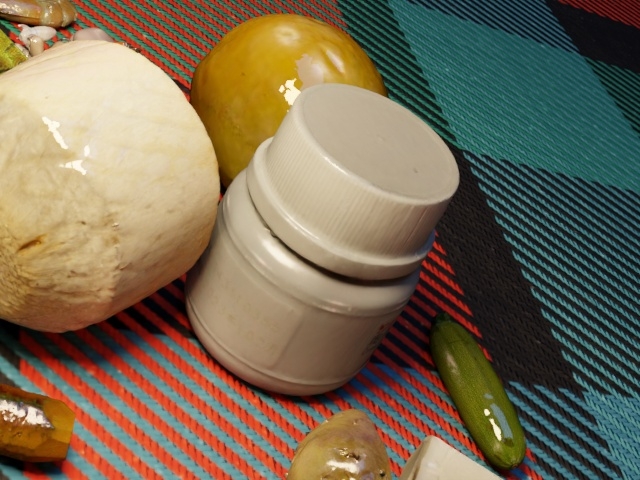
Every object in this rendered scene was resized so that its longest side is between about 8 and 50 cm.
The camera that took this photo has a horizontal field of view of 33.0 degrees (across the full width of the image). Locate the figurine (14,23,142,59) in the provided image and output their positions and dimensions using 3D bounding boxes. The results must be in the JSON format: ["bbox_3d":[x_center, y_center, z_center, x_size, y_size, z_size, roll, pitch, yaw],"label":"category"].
[{"bbox_3d":[-0.337,-0.233,1.457,0.229,0.137,0.112,-4,78,-34],"label":"figurine"}]

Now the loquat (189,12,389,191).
[{"bbox_3d":[-0.047,-0.160,1.456,0.276,0.276,0.284,10,60,-27],"label":"loquat"}]

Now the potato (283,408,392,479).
[{"bbox_3d":[0.021,0.230,1.152,0.101,0.089,0.172,10,41,-23],"label":"potato"}]

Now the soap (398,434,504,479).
[{"bbox_3d":[0.169,0.308,1.184,0.183,0.064,0.121,33,34,3],"label":"soap"}]

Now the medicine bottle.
[{"bbox_3d":[0.000,0.000,1.236,0.245,0.306,0.245,19,36,-15],"label":"medicine bottle"}]

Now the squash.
[{"bbox_3d":[0.189,0.179,1.361,0.066,0.066,0.252,5,40,-31],"label":"squash"}]

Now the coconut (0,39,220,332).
[{"bbox_3d":[-0.249,-0.059,1.153,0.329,0.329,0.329,20,36,-15],"label":"coconut"}]

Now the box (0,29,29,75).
[{"bbox_3d":[-0.455,-0.201,1.322,0.173,0.043,0.311,-37,67,-20],"label":"box"}]

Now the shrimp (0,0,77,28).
[{"bbox_3d":[-0.444,-0.351,1.590,0.180,0.041,0.099,-3,45,-38],"label":"shrimp"}]

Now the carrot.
[{"bbox_3d":[-0.384,0.144,0.998,0.314,0.066,0.066,16,37,-14],"label":"carrot"}]
